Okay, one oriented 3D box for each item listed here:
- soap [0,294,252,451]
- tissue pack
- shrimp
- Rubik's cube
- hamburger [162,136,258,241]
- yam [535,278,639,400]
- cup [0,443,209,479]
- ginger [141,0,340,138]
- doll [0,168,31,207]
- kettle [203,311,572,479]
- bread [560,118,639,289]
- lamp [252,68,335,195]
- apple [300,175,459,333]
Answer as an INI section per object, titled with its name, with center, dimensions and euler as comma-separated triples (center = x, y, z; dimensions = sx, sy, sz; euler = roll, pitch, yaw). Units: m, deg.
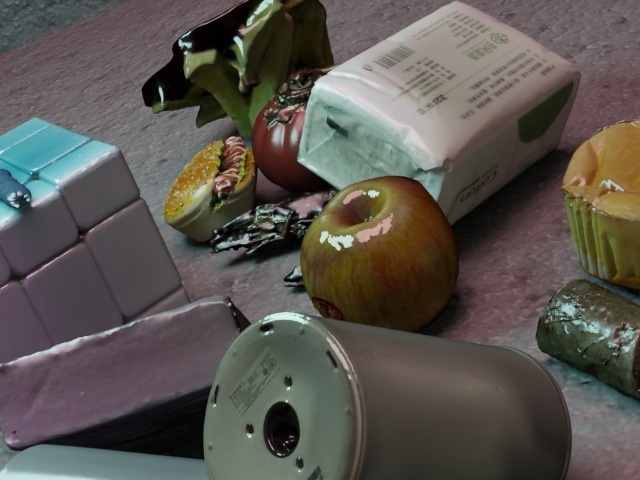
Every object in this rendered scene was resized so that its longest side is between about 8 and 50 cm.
[soap]
center = -0.209, 0.166, 1.420
dimensions = 0.285, 0.107, 0.296
euler = -20, -11, 1
[tissue pack]
center = 0.176, -0.183, 1.772
dimensions = 0.266, 0.194, 0.356
euler = 36, 49, 25
[shrimp]
center = 0.000, 0.000, 1.793
dimensions = 0.364, 0.071, 0.233
euler = -8, 35, 10
[Rubik's cube]
center = -0.417, 0.046, 1.708
dimensions = 0.316, 0.319, 0.322
euler = -34, 30, -22
[hamburger]
center = -0.181, -0.091, 1.984
dimensions = 0.173, 0.116, 0.210
euler = -28, 25, 17
[yam]
center = 0.328, 0.111, 1.343
dimensions = 0.107, 0.107, 0.183
euler = -31, 33, -20
[cup]
center = -0.171, 0.315, 1.196
dimensions = 0.312, 0.205, 0.205
euler = -2, 33, 29
[ginger]
center = -0.089, -0.296, 2.167
dimensions = 0.413, 0.211, 0.358
euler = -25, -13, -35
[doll]
center = -0.402, -0.065, 1.533
dimensions = 0.037, 0.027, 0.125
euler = -33, 34, -18
[kettle]
center = 0.090, 0.193, 1.105
dimensions = 0.318, 0.205, 0.265
euler = 13, 4, -45
[bread]
center = 0.448, -0.032, 1.471
dimensions = 0.288, 0.156, 0.204
euler = 4, 44, 33
[lamp]
center = -0.006, -0.179, 1.954
dimensions = 0.226, 0.227, 0.227
euler = -15, 28, 9
[apple]
center = 0.078, 0.025, 1.566
dimensions = 0.211, 0.188, 0.211
euler = -18, 30, 11
